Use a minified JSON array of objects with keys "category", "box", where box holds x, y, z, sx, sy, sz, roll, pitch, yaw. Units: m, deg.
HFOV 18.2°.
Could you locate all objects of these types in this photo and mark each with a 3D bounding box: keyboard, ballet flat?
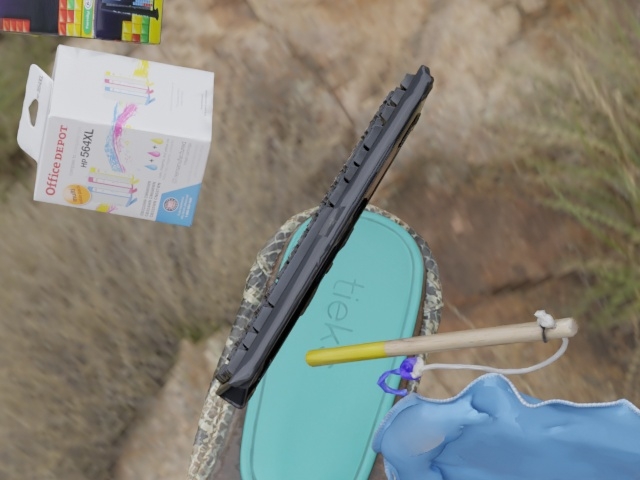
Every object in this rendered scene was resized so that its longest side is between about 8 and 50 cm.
[{"category":"keyboard","box":[0.000,0.000,0.984,0.023,0.108,0.180,31,78,3]},{"category":"ballet flat","box":[-0.032,0.203,1.224,0.164,0.182,0.483,17,57,1]}]

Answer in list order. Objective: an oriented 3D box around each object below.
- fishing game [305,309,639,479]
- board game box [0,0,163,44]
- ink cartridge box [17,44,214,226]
[{"category":"fishing game","box":[0.115,0.106,0.862,0.189,0.264,0.041,-13,45,46]},{"category":"board game box","box":[-0.139,-0.198,1.119,0.141,0.048,0.170,10,97,51]},{"category":"ink cartridge box","box":[-0.161,-0.082,1.541,0.143,0.092,0.090,9,41,-9]}]
